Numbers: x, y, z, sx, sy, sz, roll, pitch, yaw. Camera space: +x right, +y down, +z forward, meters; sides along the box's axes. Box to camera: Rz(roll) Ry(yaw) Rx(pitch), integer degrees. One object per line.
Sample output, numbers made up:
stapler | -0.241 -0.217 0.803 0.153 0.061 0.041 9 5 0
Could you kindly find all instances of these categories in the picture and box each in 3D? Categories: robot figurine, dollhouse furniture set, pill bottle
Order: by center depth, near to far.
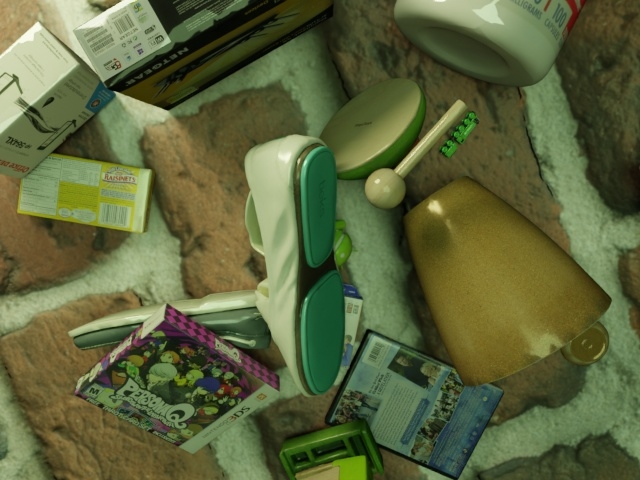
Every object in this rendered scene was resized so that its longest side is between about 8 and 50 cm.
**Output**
pill bottle | 0.281 -0.436 0.703 0.229 0.229 0.407 25 98 -2
dollhouse furniture set | 0.055 0.472 0.837 0.151 0.197 0.301 -22 101 9
robot figurine | 0.000 0.000 0.846 0.115 0.067 0.101 34 122 -5

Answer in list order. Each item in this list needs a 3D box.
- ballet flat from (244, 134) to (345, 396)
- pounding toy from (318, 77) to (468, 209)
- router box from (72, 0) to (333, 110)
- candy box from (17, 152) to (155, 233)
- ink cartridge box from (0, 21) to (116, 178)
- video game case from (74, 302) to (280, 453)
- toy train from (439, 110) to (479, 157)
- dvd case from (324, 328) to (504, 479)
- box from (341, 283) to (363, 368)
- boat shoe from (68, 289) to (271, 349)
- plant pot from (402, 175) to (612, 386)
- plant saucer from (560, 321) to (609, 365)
ballet flat | -0.040 0.040 0.779 0.139 0.139 0.400 -3 115 1
pounding toy | 0.105 -0.127 0.775 0.183 0.237 0.110 -45 124 2
router box | -0.132 -0.295 0.722 0.309 0.243 0.081 -28 96 5
candy box | -0.377 -0.079 0.861 0.206 0.027 0.105 10 93 0
ink cartridge box | -0.420 -0.191 0.772 0.203 0.148 0.086 -44 91 -1
video game case | -0.216 0.224 0.829 0.210 0.041 0.232 -39 120 18
toy train | 0.221 -0.167 0.847 0.024 0.017 0.083 37 97 -14
dvd case | 0.156 0.280 0.905 0.253 0.022 0.180 24 98 -3
box | 0.021 0.138 0.885 0.081 0.028 0.136 10 99 0
boat shoe | -0.232 0.148 0.847 0.320 0.116 0.099 -9 94 -3
plant pot | 0.239 0.042 0.789 0.237 0.237 0.254 -34 80 5
plant saucer | 0.442 0.171 0.889 0.083 0.015 0.083 0 98 1
